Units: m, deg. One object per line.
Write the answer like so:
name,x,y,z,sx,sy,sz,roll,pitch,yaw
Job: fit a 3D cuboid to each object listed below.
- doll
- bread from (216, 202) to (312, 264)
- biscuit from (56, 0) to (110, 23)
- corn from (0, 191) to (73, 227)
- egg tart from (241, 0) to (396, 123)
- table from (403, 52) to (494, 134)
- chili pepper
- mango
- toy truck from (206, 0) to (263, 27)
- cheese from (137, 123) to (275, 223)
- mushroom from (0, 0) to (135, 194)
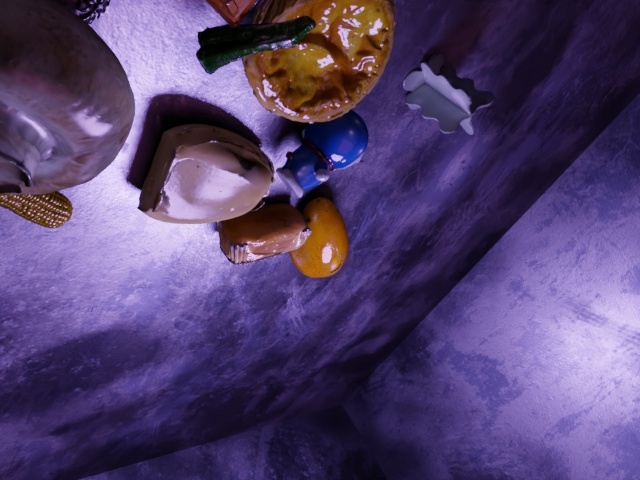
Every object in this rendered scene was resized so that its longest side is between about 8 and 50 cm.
doll,0.008,-0.213,1.093,0.257,0.215,0.161,-45,126,0
bread,-0.158,-0.026,1.225,0.241,0.136,0.106,-15,139,-30
biscuit,-0.394,-0.399,0.627,0.195,0.053,0.194,-24,145,-18
corn,-0.575,-0.093,0.817,0.080,0.080,0.231,-40,146,6
egg tart,-0.007,-0.400,0.901,0.342,0.132,0.341,-21,143,-16
table,0.344,-0.383,1.185,0.167,0.198,0.166,-24,144,-19
chili pepper,-0.108,-0.348,0.751,0.227,0.088,0.059,-1,171,27
mango,0.000,0.000,1.362,0.160,0.191,0.290,-24,140,-32
toy truck,-0.052,-0.508,0.615,0.387,0.207,0.173,-44,111,10
cheese,-0.241,-0.144,1.024,0.316,0.128,0.259,2,141,-40
mushroom,-0.444,-0.194,0.613,0.353,0.260,0.352,-2,154,-1
